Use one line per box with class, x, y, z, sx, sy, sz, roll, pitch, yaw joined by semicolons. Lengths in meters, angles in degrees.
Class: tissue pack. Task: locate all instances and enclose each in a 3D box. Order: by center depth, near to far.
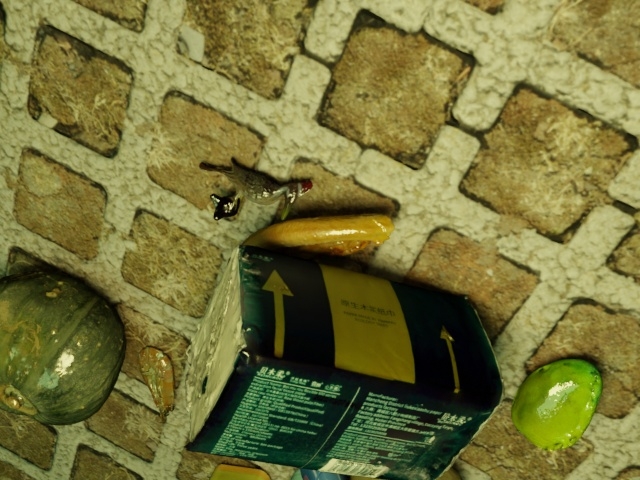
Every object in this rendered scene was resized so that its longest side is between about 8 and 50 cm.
tissue pack;0.021;0.198;1.050;0.416;0.253;0.264;13;125;-21

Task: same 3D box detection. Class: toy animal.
toy animal;-0.108;-0.085;1.134;0.202;0.070;0.105;2;94;22

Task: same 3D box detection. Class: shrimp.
shrimp;-0.343;0.306;1.462;0.091;0.043;0.184;3;113;27

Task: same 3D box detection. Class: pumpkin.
pumpkin;-0.549;0.203;1.348;0.328;0.257;0.291;26;137;-3

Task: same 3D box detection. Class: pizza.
pizza;-0.006;-0.001;1.112;0.271;0.056;0.134;-5;159;17

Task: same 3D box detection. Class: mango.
mango;0.390;0.263;1.123;0.119;0.100;0.178;35;120;8

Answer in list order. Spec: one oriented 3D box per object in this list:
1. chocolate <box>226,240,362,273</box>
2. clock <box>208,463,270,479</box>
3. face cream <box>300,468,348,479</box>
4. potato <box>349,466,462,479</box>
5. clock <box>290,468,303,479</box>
chocolate;-0.058;0.097;1.208;0.254;0.080;0.157;12;122;14
clock;-0.171;0.603;1.530;0.143;0.096;0.202;0;119;18
face cream;0.017;0.482;1.319;0.083;0.264;0.149;-14;146;-14
potato;0.159;0.470;1.297;0.235;0.160;0.178;-9;78;40
clock;0.010;0.628;1.477;0.223;0.094;0.274;23;123;8
